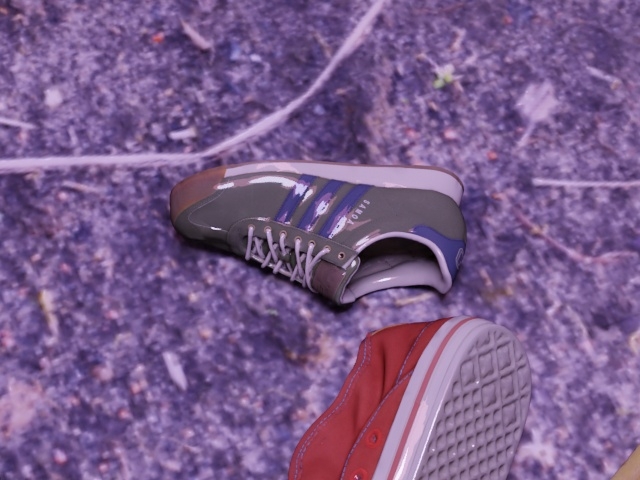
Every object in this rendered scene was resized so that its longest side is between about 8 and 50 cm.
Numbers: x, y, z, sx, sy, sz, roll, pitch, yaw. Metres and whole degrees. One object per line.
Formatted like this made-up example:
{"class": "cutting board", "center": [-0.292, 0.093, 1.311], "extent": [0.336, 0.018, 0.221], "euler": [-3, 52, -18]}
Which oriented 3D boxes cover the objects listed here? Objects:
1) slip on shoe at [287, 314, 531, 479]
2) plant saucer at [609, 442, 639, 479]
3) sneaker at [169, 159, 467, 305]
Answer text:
{"class": "slip on shoe", "center": [0.011, 0.186, 0.907], "extent": [0.101, 0.123, 0.331], "euler": [5, 59, 43]}
{"class": "plant saucer", "center": [0.275, 0.214, 0.790], "extent": [0.333, 0.081, 0.333], "euler": [-52, 45, 11]}
{"class": "sneaker", "center": [0.000, 0.000, 1.029], "extent": [0.192, 0.064, 0.086], "euler": [-1, 54, -4]}
